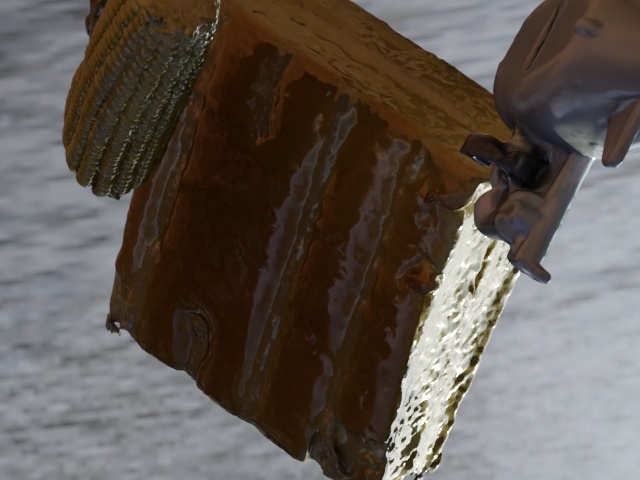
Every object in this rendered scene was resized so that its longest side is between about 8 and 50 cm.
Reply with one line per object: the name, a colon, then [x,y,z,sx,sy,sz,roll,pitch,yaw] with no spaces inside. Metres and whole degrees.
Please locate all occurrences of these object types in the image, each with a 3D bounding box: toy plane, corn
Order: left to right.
corn: [-0.096,-0.089,1.004,0.063,0.085,0.165,29,144,-3]
toy plane: [0.118,-0.064,0.742,0.080,0.174,0.174,29,161,-12]

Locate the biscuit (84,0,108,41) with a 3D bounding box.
biscuit: [-0.119,-0.265,1.496,0.115,0.366,0.268,2,-152,-17]

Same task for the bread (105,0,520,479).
bread: [0.000,0.000,1.124,0.239,0.246,0.111,37,-150,31]
